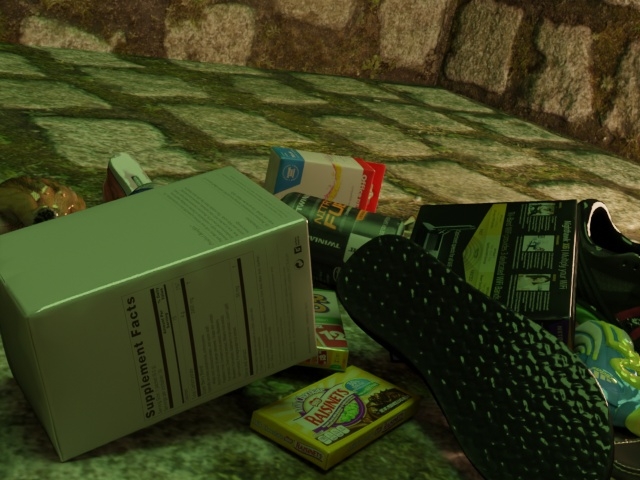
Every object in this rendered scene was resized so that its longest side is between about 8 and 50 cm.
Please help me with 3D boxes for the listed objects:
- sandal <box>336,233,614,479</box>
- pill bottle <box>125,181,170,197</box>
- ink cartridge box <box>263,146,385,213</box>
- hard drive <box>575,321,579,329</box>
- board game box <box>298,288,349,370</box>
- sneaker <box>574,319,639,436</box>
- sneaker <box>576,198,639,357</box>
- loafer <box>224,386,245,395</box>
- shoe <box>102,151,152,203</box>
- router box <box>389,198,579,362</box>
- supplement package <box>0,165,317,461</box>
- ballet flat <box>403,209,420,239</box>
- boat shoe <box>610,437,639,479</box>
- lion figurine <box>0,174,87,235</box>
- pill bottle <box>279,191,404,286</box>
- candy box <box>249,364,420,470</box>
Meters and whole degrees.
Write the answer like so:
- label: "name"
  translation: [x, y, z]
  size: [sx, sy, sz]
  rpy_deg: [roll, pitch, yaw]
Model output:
- label: "sandal"
  translation: [0.189, 0.148, 1.113]
  size: [0.446, 0.167, 0.107]
  rpy_deg: [48, -3, 42]
- label: "pill bottle"
  translation: [-0.260, -0.012, 1.356]
  size: [0.112, 0.112, 0.187]
  rpy_deg: [14, 19, 2]
- label: "ink cartridge box"
  translation: [0.014, -0.087, 1.727]
  size: [0.231, 0.134, 0.078]
  rpy_deg: [6, 19, -19]
- label: "hard drive"
  translation: [0.270, 0.113, 1.466]
  size: [0.203, 0.040, 0.307]
  rpy_deg: [26, 22, 34]
- label: "board game box"
  translation: [-0.034, 0.107, 1.256]
  size: [0.124, 0.039, 0.259]
  rpy_deg: [8, 12, -5]
- label: "sneaker"
  translation: [0.371, 0.175, 1.269]
  size: [0.126, 0.091, 0.240]
  rpy_deg: [8, 20, -14]
- label: "sneaker"
  translation: [0.519, 0.100, 1.370]
  size: [0.185, 0.202, 0.483]
  rpy_deg: [-6, 37, -47]
- label: "loafer"
  translation: [-0.134, 0.119, 1.132]
  size: [0.078, 0.076, 0.223]
  rpy_deg: [-10, 27, -8]
- label: "shoe"
  translation: [-0.304, -0.057, 1.540]
  size: [0.063, 0.081, 0.178]
  rpy_deg: [-19, 64, -38]
- label: "router box"
  translation: [0.239, 0.052, 1.321]
  size: [0.242, 0.081, 0.309]
  rpy_deg: [-1, 31, 19]
- label: "supplement package"
  translation: [-0.175, 0.064, 0.970]
  size: [0.292, 0.175, 0.177]
  rpy_deg: [-19, 32, -26]
- label: "ballet flat"
  translation: [0.179, -0.008, 1.709]
  size: [0.073, 0.080, 0.232]
  rpy_deg: [-2, 17, 1]
- label: "boat shoe"
  translation: [0.439, 0.249, 1.093]
  size: [0.285, 0.092, 0.103]
  rpy_deg: [6, 20, -21]
- label: "lion figurine"
  translation: [-0.464, -0.004, 1.159]
  size: [0.392, 0.142, 0.240]
  rpy_deg: [-3, 17, -30]
- label: "pill bottle"
  translation: [0.000, 0.000, 1.469]
  size: [0.245, 0.131, 0.130]
  rpy_deg: [15, 18, 8]
- label: "candy box"
  translation: [0.022, 0.197, 1.066]
  size: [0.105, 0.027, 0.206]
  rpy_deg: [20, 19, 30]
